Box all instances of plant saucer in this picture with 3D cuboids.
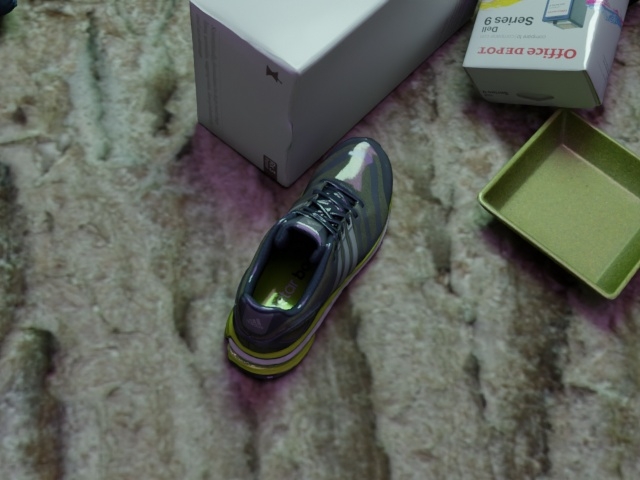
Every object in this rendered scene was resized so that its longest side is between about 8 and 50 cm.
[{"bbox_3d":[0.301,-0.040,1.063,0.188,0.045,0.188,39,64,14],"label":"plant saucer"}]

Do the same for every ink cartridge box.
[{"bbox_3d":[0.279,-0.275,1.105,0.154,0.093,0.212,9,75,33],"label":"ink cartridge box"}]

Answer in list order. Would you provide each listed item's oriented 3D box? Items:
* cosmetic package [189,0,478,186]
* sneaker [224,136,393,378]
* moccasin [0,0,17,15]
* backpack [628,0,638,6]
[{"bbox_3d":[0.035,-0.269,1.065,0.156,0.217,0.385,39,63,16],"label":"cosmetic package"},{"bbox_3d":[0.000,0.000,0.964,0.111,0.121,0.300,24,62,7],"label":"sneaker"},{"bbox_3d":[-0.410,-0.428,1.145,0.116,0.138,0.342,-14,65,-12],"label":"moccasin"},{"bbox_3d":[0.368,-0.341,1.209,0.120,0.098,0.101,-38,62,-10],"label":"backpack"}]
